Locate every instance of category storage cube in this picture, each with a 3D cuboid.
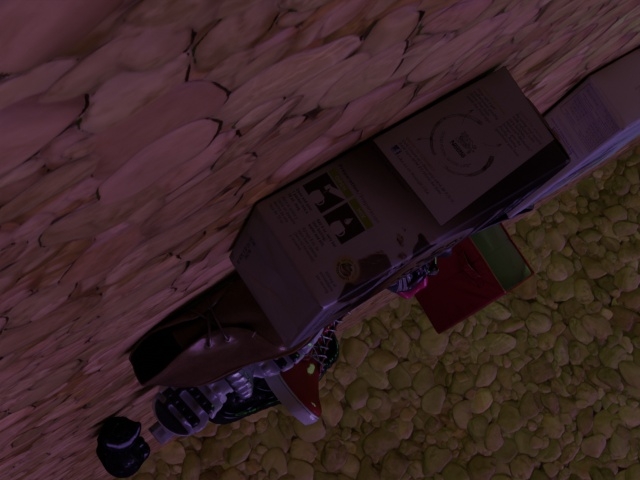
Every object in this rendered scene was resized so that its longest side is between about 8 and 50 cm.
[{"bbox_3d":[0.312,0.063,2.605,0.193,0.184,0.215,-36,173,31],"label":"storage cube"}]

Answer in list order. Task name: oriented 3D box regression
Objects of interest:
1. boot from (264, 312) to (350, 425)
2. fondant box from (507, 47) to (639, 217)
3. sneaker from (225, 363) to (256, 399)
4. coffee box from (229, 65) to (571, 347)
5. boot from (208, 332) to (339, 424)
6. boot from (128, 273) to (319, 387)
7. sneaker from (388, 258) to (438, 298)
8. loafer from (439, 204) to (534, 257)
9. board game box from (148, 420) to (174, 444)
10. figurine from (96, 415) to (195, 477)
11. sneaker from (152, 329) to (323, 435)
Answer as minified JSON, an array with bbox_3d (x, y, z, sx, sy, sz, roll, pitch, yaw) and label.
[{"bbox_3d":[-0.005,0.161,1.864,0.176,0.088,0.244,-35,-143,9],"label":"boot"},{"bbox_3d":[0.420,-0.178,1.822,0.238,0.096,0.330,-29,171,-29],"label":"fondant box"},{"bbox_3d":[-0.088,0.138,1.648,0.132,0.086,0.229,-38,161,-9],"label":"sneaker"},{"bbox_3d":[0.074,-0.031,1.181,0.297,0.119,0.168,-31,172,-20],"label":"coffee box"},{"bbox_3d":[-0.046,0.208,2.210,0.348,0.131,0.260,-29,169,-48],"label":"boot"},{"bbox_3d":[-0.100,0.096,1.367,0.305,0.112,0.115,-36,162,35],"label":"boot"},{"bbox_3d":[0.121,0.011,1.709,0.121,0.112,0.299,-33,172,0],"label":"sneaker"},{"bbox_3d":[0.211,-0.020,1.951,0.302,0.095,0.109,-33,173,-7],"label":"loafer"},{"bbox_3d":[-0.204,0.262,1.910,0.154,0.026,0.103,-40,-177,-12],"label":"board game box"},{"bbox_3d":[-0.281,0.306,2.039,0.215,0.092,0.209,-32,169,-17],"label":"figurine"},{"bbox_3d":[-0.126,0.172,1.807,0.292,0.110,0.118,-33,-170,-1],"label":"sneaker"}]
